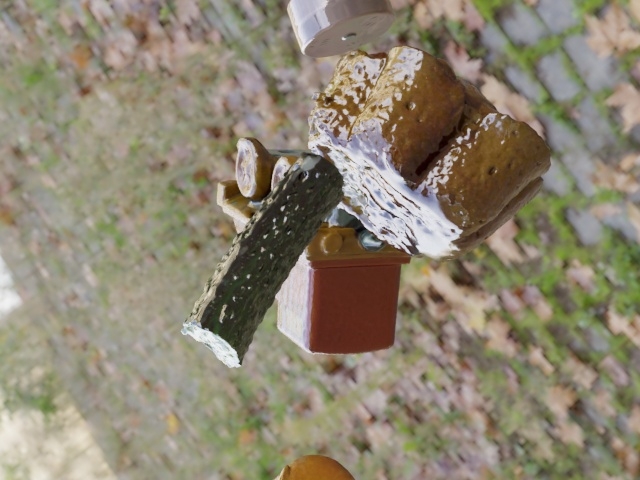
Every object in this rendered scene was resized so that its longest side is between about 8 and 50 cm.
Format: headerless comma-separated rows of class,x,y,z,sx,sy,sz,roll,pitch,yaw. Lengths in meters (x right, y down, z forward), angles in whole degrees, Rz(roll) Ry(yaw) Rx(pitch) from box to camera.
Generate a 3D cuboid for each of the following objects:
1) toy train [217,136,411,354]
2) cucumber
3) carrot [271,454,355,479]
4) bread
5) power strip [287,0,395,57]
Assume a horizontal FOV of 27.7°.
toy train,0.000,0.000,1.564,0.369,0.163,0.232,-152,64,-64
cucumber,-0.043,0.009,1.007,0.058,0.187,0.058,23,148,15
carrot,-0.040,0.226,0.966,0.087,0.087,0.193,52,144,4
bread,0.093,-0.084,1.256,0.232,0.135,0.247,39,163,4
power strip,0.032,-0.335,1.933,0.154,0.154,0.078,131,120,-68
